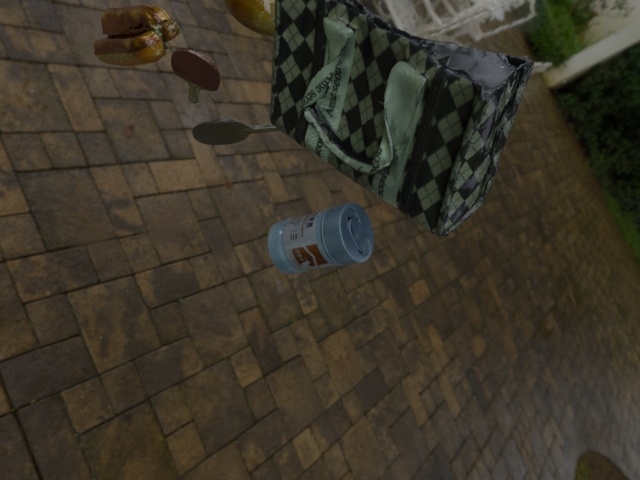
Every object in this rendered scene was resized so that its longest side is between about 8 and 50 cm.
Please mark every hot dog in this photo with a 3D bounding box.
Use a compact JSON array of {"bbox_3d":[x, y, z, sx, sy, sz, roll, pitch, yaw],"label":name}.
[{"bbox_3d":[-0.401,-0.444,1.295,0.100,0.337,0.135,18,90,-42],"label":"hot dog"}]

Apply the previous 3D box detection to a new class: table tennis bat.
[{"bbox_3d":[-0.212,-0.274,1.001,0.087,0.156,0.013,24,71,-7],"label":"table tennis bat"},{"bbox_3d":[-0.229,-0.297,1.603,0.131,0.235,0.022,88,-3,-73],"label":"table tennis bat"}]

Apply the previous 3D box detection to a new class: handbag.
[{"bbox_3d":[0.096,-0.233,0.957,0.416,0.316,0.180,36,59,25],"label":"handbag"}]

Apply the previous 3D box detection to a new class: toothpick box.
[{"bbox_3d":[0.000,0.000,0.999,0.101,0.153,0.101,22,62,-49],"label":"toothpick box"}]

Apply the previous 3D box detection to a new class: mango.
[{"bbox_3d":[-0.075,-0.539,1.378,0.316,0.146,0.192,11,29,-25],"label":"mango"}]
